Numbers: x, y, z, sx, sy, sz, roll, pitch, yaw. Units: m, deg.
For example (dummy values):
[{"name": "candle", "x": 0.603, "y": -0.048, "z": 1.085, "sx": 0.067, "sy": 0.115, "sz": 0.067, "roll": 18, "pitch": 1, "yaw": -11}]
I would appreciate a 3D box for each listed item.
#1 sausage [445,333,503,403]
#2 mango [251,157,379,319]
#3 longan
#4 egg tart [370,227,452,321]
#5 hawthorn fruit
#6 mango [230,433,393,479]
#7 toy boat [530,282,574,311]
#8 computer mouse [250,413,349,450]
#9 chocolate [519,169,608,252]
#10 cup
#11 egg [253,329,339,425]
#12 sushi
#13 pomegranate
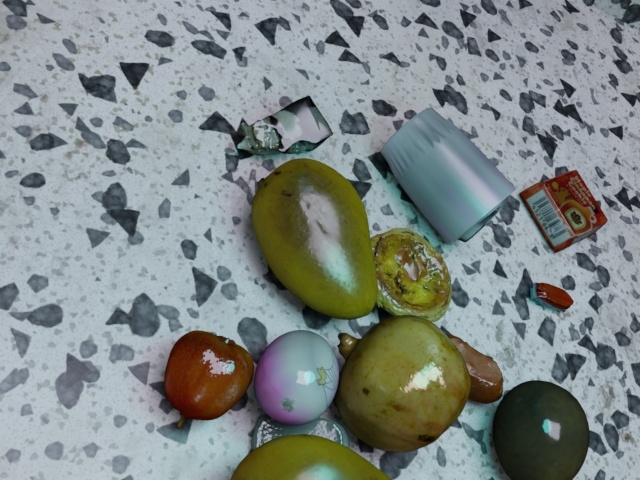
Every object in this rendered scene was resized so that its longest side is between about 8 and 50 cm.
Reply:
[{"name": "sausage", "x": 0.375, "y": 0.343, "z": 1.854, "sx": 0.258, "sy": 0.133, "sz": 0.133, "roll": 33, "pitch": 55, "yaw": -6}, {"name": "mango", "x": 0.000, "y": 0.000, "z": 1.770, "sx": 0.301, "sy": 0.220, "sz": 0.445, "roll": -27, "pitch": 83, "yaw": -26}, {"name": "longan", "x": 0.572, "y": 0.507, "z": 1.814, "sx": 0.243, "sy": 0.300, "sz": 0.300, "roll": 16, "pitch": 47, "yaw": 30}, {"name": "egg tart", "x": 0.228, "y": 0.105, "z": 1.905, "sx": 0.290, "sy": 0.115, "sz": 0.290, "roll": 14, "pitch": 59, "yaw": -24}, {"name": "hawthorn fruit", "x": -0.259, "y": 0.311, "z": 1.524, "sx": 0.196, "sy": 0.196, "sz": 0.225, "roll": 30, "pitch": 80, "yaw": -11}, {"name": "mango", "x": 0.018, "y": 0.576, "z": 1.462, "sx": 0.445, "sy": 0.232, "sz": 0.300, "roll": 23, "pitch": 96, "yaw": -18}, {"name": "toy boat", "x": 0.717, "y": 0.179, "z": 2.159, "sx": 0.173, "sy": 0.059, "sz": 0.069, "roll": 20, "pitch": 59, "yaw": -26}, {"name": "computer mouse", "x": -0.046, "y": 0.468, "z": 1.605, "sx": 0.230, "sy": 0.079, "sz": 0.128, "roll": 7, "pitch": 61, "yaw": -6}, {"name": "chocolate", "x": 0.818, "y": -0.108, "z": 2.326, "sx": 0.234, "sy": 0.108, "sz": 0.237, "roll": -18, "pitch": 74, "yaw": -35}, {"name": "cup", "x": 0.372, "y": -0.190, "z": 2.045, "sx": 0.253, "sy": 0.253, "sz": 0.371, "roll": -34, "pitch": 82, "yaw": -36}, {"name": "egg", "x": -0.048, "y": 0.306, "z": 1.592, "sx": 0.196, "sy": 0.196, "sz": 0.271, "roll": 53, "pitch": 20, "yaw": 5}, {"name": "sushi", "x": -0.117, "y": -0.284, "z": 1.940, "sx": 0.273, "sy": 0.109, "sz": 0.134, "roll": -26, "pitch": 83, "yaw": -20}, {"name": "pomegranate", "x": 0.175, "y": 0.329, "z": 1.651, "sx": 0.342, "sy": 0.342, "sz": 0.343, "roll": 12, "pitch": 61, "yaw": -22}]
